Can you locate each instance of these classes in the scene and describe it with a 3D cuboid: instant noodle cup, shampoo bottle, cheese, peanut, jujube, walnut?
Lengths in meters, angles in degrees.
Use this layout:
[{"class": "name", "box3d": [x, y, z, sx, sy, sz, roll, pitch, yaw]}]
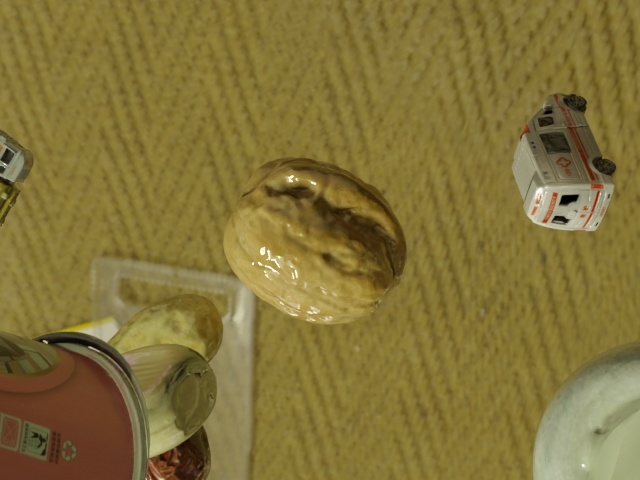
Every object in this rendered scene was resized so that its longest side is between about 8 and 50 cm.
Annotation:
[{"class": "instant noodle cup", "box3d": [-0.276, 0.132, 0.712, 0.244, 0.244, 0.255, -24, 145, 24]}, {"class": "shampoo bottle", "box3d": [0.415, 0.275, 1.342, 0.322, 0.317, 0.323, -9, 69, 23]}, {"class": "cheese", "box3d": [-0.203, 0.155, 1.055, 0.227, 0.137, 0.064, -9, 115, 33]}, {"class": "peanut", "box3d": [-0.260, 0.204, 1.561, 0.319, 0.147, 0.147, -42, 94, -7]}, {"class": "jujube", "box3d": [-0.262, 0.317, 1.777, 0.168, 0.168, 0.236, 2, 136, 17]}, {"class": "walnut", "box3d": [0.000, 0.000, 1.542, 0.257, 0.224, 0.257, 6, 130, 8]}]

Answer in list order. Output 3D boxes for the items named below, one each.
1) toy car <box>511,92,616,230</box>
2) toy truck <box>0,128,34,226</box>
[{"class": "toy car", "box3d": [0.297, -0.106, 1.426, 0.108, 0.210, 0.089, 0, 135, -9]}, {"class": "toy truck", "box3d": [-0.339, -0.049, 1.136, 0.062, 0.052, 0.123, 31, 91, -1]}]
